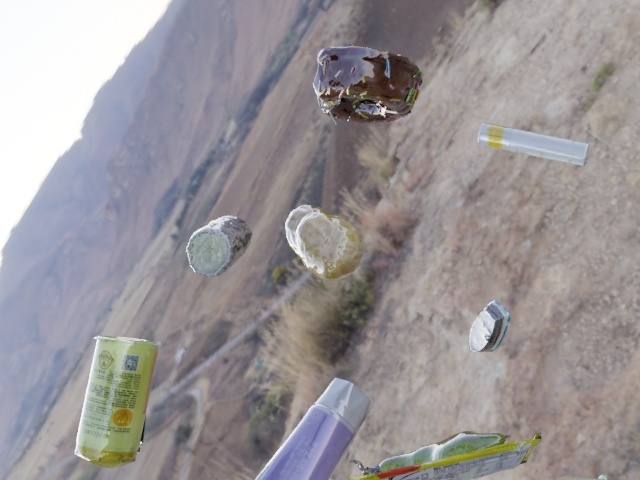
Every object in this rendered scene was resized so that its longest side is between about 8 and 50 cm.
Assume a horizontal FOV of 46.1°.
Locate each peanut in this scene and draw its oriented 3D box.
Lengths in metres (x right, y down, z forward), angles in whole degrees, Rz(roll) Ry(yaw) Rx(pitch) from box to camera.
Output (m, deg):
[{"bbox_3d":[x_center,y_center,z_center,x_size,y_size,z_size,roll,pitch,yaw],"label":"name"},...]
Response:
[{"bbox_3d":[-0.001,-0.002,1.024,0.089,0.089,0.193,-59,19,0],"label":"peanut"}]

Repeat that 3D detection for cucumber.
[{"bbox_3d":[-0.121,0.006,0.923,0.064,0.064,0.112,-55,-2,15],"label":"cucumber"}]

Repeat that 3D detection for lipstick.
[{"bbox_3d":[0.522,-0.237,1.845,0.059,0.263,0.059,-46,-37,-49],"label":"lipstick"}]

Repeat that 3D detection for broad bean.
[{"bbox_3d":[0.210,0.411,1.420,0.325,0.075,0.067,-27,56,29],"label":"broad bean"}]

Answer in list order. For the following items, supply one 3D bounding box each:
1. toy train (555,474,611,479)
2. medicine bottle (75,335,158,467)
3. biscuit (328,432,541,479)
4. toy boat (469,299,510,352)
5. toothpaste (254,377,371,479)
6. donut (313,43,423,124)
[{"bbox_3d":[0.506,0.525,1.433,0.177,0.116,0.285,-53,-3,-17],"label":"toy train"},{"bbox_3d":[-0.379,0.300,1.398,0.124,0.124,0.239,173,107,-72],"label":"medicine bottle"},{"bbox_3d":[0.132,0.256,0.828,0.026,0.291,0.048,58,139,41],"label":"biscuit"},{"bbox_3d":[0.303,0.154,1.320,0.059,0.066,0.140,55,152,31],"label":"toy boat"},{"bbox_3d":[-0.055,0.363,1.085,0.125,0.080,0.371,17,55,36],"label":"toothpaste"},{"bbox_3d":[0.086,-0.287,1.441,0.230,0.216,0.096,140,137,-75],"label":"donut"}]
